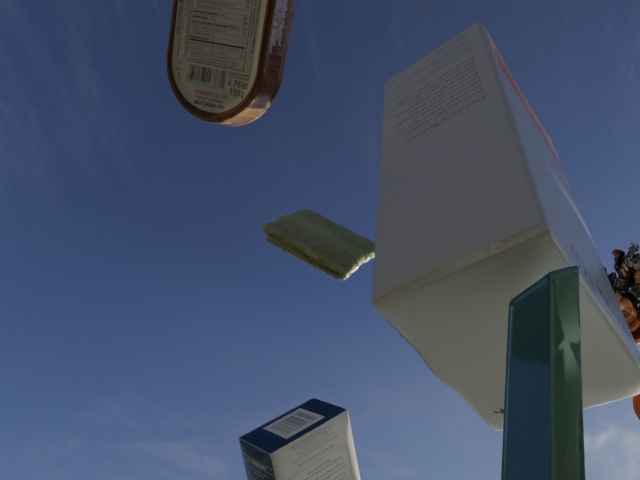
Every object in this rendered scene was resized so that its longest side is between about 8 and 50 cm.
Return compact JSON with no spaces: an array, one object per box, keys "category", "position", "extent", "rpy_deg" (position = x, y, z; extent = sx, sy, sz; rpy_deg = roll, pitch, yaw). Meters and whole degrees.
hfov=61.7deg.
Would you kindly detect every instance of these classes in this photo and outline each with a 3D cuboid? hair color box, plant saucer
[{"category":"hair color box","position":[-0.015,0.479,0.936],"extent":[0.105,0.174,0.347],"rpy_deg":[-2,-79,51]},{"category":"plant saucer","position":[0.128,0.109,0.316],"extent":[0.018,0.192,0.067],"rpy_deg":[15,-29,-4]}]

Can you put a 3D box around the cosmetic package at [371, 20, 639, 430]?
[{"category":"cosmetic package","position":[0.193,-0.050,0.628],"extent":[0.161,0.453,0.230],"rpy_deg":[-28,-59,28]}]

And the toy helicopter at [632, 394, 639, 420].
[{"category":"toy helicopter","position":[0.590,0.212,0.643],"extent":[0.355,0.140,0.235],"rpy_deg":[-34,-101,35]}]

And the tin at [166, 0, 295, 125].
[{"category":"tin","position":[-0.077,-0.194,0.459],"extent":[0.106,0.040,0.189],"rpy_deg":[16,-75,17]}]

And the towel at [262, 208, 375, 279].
[{"category":"towel","position":[0.000,0.000,0.777],"extent":[0.148,0.110,0.027],"rpy_deg":[30,-54,22]}]

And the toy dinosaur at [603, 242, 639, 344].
[{"category":"toy dinosaur","position":[0.486,0.099,0.892],"extent":[0.322,0.218,0.164],"rpy_deg":[-29,-64,0]}]
